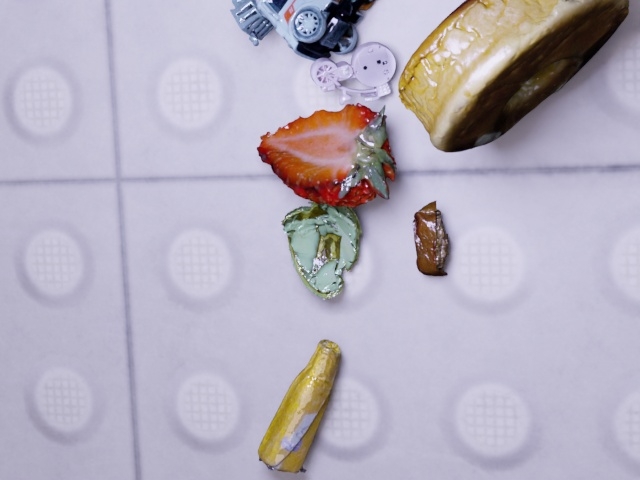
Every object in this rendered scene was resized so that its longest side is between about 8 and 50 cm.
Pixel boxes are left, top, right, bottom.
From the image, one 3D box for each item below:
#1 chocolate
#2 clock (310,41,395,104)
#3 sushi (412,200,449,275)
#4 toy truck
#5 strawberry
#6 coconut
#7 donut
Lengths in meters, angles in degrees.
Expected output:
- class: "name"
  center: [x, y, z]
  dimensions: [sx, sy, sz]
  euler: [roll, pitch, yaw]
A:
- class: "chocolate"
  center: [-0.028, 0.259, 2.010]
  dimensions: [0.085, 0.085, 0.219]
  euler: [26, 103, 16]
- class: "clock"
  center: [0.050, -0.249, 1.906]
  dimensions: [0.129, 0.041, 0.087]
  euler: [-12, 113, -7]
- class: "sushi"
  center: [0.168, -0.001, 1.913]
  dimensions: [0.055, 0.052, 0.120]
  euler: [-3, 96, 20]
- class: "toy truck"
  center: [0.015, -0.415, 1.878]
  dimensions: [0.184, 0.133, 0.338]
  euler: [46, 107, 20]
- class: "strawberry"
  center: [0.008, -0.110, 1.920]
  dimensions: [0.228, 0.098, 0.174]
  euler: [-8, 56, 30]
- class: "coconut"
  center: [0.004, -0.001, 1.971]
  dimensions: [0.133, 0.055, 0.158]
  euler: [33, 113, 17]
- class: "donut"
  center: [0.253, -0.259, 1.725]
  dimensions: [0.330, 0.330, 0.160]
  euler: [-44, 70, 20]
